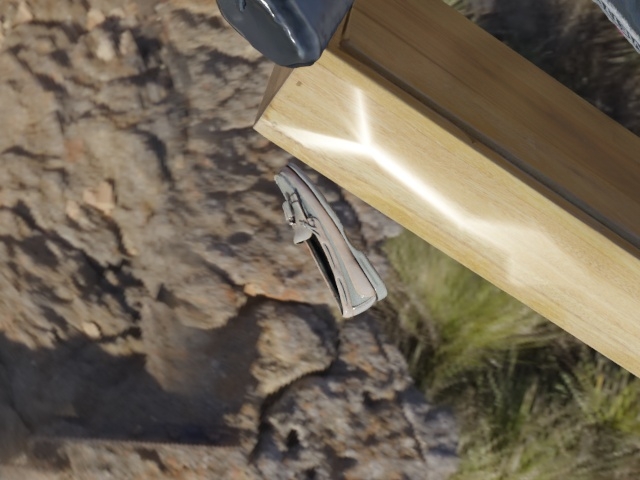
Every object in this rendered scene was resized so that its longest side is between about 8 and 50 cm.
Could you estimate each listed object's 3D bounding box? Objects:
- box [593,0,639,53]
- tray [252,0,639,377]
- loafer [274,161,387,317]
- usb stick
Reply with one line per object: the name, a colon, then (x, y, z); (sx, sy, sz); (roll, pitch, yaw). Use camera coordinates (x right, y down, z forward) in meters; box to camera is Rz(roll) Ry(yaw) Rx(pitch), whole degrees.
box: (0.163, -0.155, 0.446); (0.142, 0.163, 0.247); (0, 52, -58)
tray: (0.160, -0.032, 0.795); (0.411, 0.203, 0.076); (33, 120, -12)
loafer: (0.000, 0.000, 0.900); (0.039, 0.045, 0.125); (-35, 85, -11)
usb stick: (0.021, -0.205, 0.683); (0.077, 0.045, 0.278); (47, 50, -23)
